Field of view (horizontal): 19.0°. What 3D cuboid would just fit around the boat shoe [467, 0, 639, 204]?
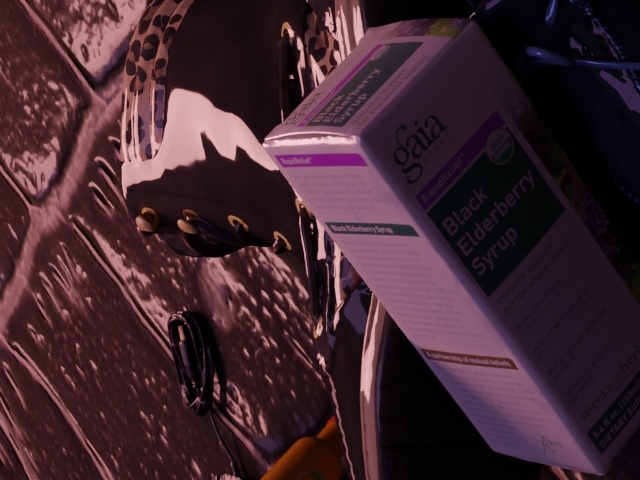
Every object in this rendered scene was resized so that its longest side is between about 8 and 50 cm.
[{"bbox_3d":[0.105,-0.120,0.996,0.258,0.089,0.109,56,145,18],"label":"boat shoe"}]

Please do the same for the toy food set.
[{"bbox_3d":[0.014,0.243,1.342,0.111,0.104,0.232,-14,112,44],"label":"toy food set"}]

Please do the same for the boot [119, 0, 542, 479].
[{"bbox_3d":[0.000,0.000,1.172,0.284,0.138,0.377,6,106,54],"label":"boot"}]

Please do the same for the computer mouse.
[{"bbox_3d":[-0.080,0.172,1.470,0.071,0.041,0.242,-23,85,59],"label":"computer mouse"}]

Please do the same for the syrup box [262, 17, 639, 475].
[{"bbox_3d":[0.086,0.004,0.998,0.096,0.093,0.237,4,136,56],"label":"syrup box"}]
